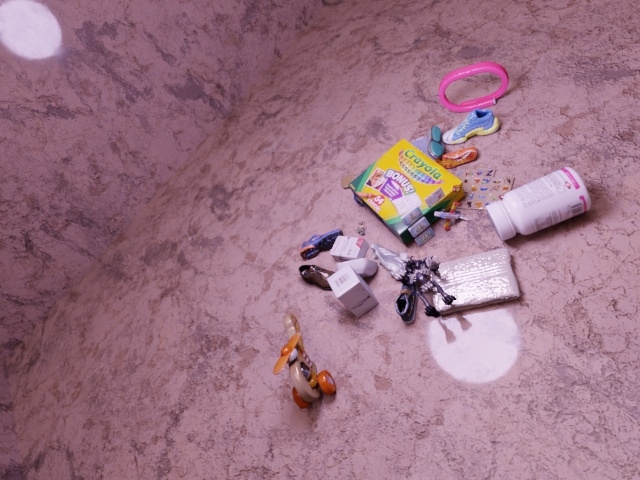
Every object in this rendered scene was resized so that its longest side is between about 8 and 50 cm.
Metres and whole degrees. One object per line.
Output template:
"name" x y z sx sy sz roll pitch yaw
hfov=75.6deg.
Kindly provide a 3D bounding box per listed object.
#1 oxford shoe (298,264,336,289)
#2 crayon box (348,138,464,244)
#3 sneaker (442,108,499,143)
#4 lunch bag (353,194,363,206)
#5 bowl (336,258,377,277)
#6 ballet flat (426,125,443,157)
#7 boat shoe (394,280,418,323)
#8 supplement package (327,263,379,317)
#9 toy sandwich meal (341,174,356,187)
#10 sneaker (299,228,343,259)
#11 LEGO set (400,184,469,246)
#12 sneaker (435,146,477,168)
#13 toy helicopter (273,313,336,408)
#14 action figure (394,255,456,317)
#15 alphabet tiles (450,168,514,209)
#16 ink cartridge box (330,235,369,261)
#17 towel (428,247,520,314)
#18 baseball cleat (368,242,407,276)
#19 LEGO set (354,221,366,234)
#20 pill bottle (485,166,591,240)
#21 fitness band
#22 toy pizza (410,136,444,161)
"oxford shoe" -0.005 0.149 1.737 0.227 0.096 0.083 5 59 36
"crayon box" 0.344 -0.210 1.697 0.313 0.106 0.363 -41 53 1
"sneaker" 0.631 -0.499 1.766 0.240 0.126 0.091 -13 50 27
"lunch bag" 0.207 -0.205 1.883 0.098 0.065 0.067 -25 49 31
"bowl" 0.147 0.115 1.633 0.142 0.142 0.053 -12 74 29
"ballet flat" 0.493 -0.415 1.801 0.068 0.072 0.213 127 162 -50
"boat shoe" 0.309 0.199 1.481 0.065 0.083 0.183 -13 51 27
"supplement package" 0.123 0.191 1.549 0.105 0.179 0.105 -38 44 6
"toy sandwich meal" 0.140 -0.288 2.025 0.085 0.029 0.085 -22 48 27
"sneaker" 0.000 0.000 1.863 0.221 0.083 0.087 -24 41 15
"LEGO set" 0.443 -0.094 1.542 0.244 0.182 0.060 -38 37 4
"sneaker" 0.576 -0.351 1.752 0.175 0.064 0.067 -8 31 26
"toy helicopter" -0.089 0.408 1.492 0.140 0.235 0.355 -32 44 11
"action figure" 0.346 0.124 1.411 0.164 0.141 0.276 -32 41 4
"alphabet tiles" 0.626 -0.203 1.625 0.237 0.009 0.198 8 62 39
"ink cartridge box" 0.124 0.039 1.757 0.135 0.056 0.099 7 62 38
"towel" 0.515 0.143 1.405 0.282 0.049 0.187 -17 51 26
"baseball cleat" 0.280 0.065 1.631 0.109 0.072 0.206 -27 45 -7
"LEGO set" 0.182 -0.050 1.816 0.054 0.023 0.083 2 46 34
"pill bottle" 0.717 -0.115 1.380 0.283 0.160 0.160 -25 46 17
"fitness band" 0.668 -0.669 1.813 0.291 0.209 0.054 -8 55 32
"toy pizza" 0.463 -0.391 1.870 0.201 0.032 0.201 -19 47 22
